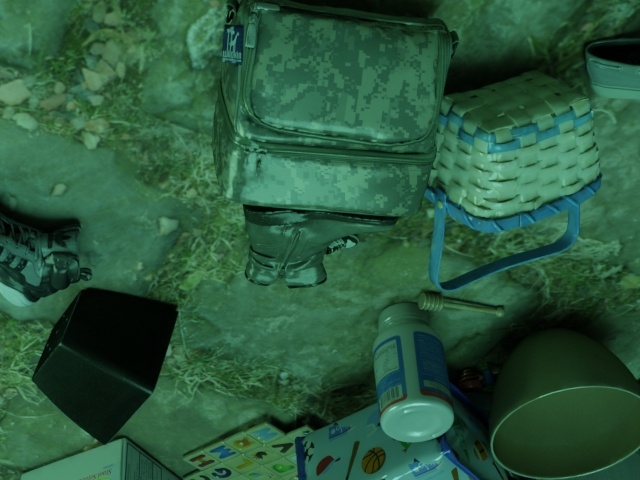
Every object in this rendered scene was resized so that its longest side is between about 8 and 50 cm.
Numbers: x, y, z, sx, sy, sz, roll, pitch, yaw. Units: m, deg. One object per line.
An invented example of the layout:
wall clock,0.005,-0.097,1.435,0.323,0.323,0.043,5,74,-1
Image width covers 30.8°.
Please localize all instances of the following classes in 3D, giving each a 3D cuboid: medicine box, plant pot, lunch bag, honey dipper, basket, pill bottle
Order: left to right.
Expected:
plant pot,-0.370,0.195,1.939,0.167,0.188,0.187,29,130,-17
medicine box,-0.424,0.559,2.352,0.263,0.149,0.289,-22,135,19
lunch bag,0.009,-0.189,1.526,0.305,0.212,0.256,5,121,-11
pill bottle,0.153,0.218,1.964,0.124,0.221,0.124,-2,138,-2
lunch bag,0.191,0.453,2.145,0.328,0.239,0.385,-30,128,23
honey dipper,0.246,0.115,2.003,0.160,0.030,0.030,10,136,-20
basket,0.269,-0.080,1.633,0.255,0.201,0.289,-18,122,-25
plant pot,0.425,0.267,2.061,0.284,0.191,0.284,-4,137,-4

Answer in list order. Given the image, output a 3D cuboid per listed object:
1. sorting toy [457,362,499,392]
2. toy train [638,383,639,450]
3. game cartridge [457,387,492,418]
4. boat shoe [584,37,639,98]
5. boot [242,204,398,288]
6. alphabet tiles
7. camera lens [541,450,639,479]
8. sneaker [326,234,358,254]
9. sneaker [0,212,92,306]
sorting toy,0.303,0.255,2.161,0.102,0.042,0.061,0,155,-22
toy train,0.644,0.337,2.245,0.105,0.080,0.184,3,138,-17
game cartridge,0.201,0.380,2.277,0.198,0.062,0.297,15,135,-14
boat shoe,0.455,-0.236,1.541,0.227,0.079,0.081,5,139,38
boot,0.000,0.000,1.801,0.246,0.083,0.161,1,128,7
alphabet tiles,-0.099,0.466,2.352,0.342,0.011,0.285,-27,131,30
camera lens,0.570,0.549,2.326,0.219,0.274,0.219,-2,138,-2
sneaker,0.021,0.008,1.859,0.083,0.037,0.032,-1,136,-6
sneaker,-0.451,-0.002,1.768,0.153,0.101,0.268,-14,143,10
